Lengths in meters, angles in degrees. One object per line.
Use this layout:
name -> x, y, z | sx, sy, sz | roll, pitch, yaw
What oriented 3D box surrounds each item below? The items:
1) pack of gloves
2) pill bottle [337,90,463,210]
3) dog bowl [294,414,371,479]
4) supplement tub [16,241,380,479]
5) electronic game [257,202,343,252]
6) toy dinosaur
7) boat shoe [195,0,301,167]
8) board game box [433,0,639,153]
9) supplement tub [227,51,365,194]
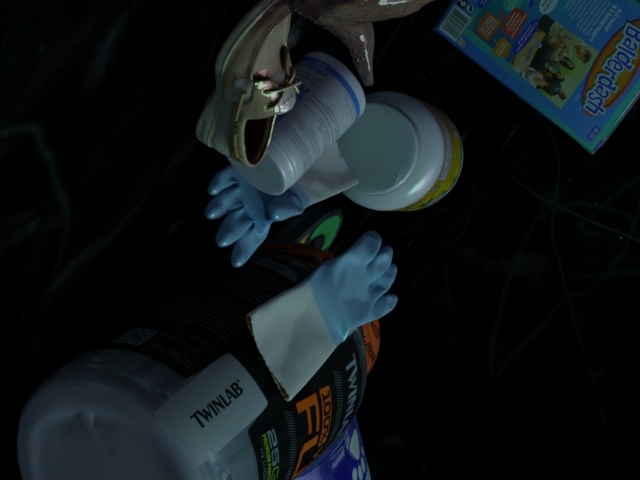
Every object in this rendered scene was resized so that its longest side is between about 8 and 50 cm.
pack of gloves -> 0.000, 0.000, 1.505 | 0.046, 0.195, 0.232 | -20, -169, 36
pill bottle -> 0.071, -0.087, 1.713 | 0.117, 0.117, 0.208 | -52, 171, 8
dog bowl -> -0.086, 0.227, 1.727 | 0.265, 0.265, 0.104 | -41, 128, -46
supplement tub -> -0.093, 0.138, 1.535 | 0.338, 0.207, 0.207 | -39, 165, -52
electronic game -> -0.054, 0.052, 1.871 | 0.229, 0.048, 0.229 | -49, 170, -12
toy dinosaur -> 0.041, -0.198, 1.171 | 0.200, 0.127, 0.296 | -36, 173, -39
boat shoe -> -0.043, -0.114, 1.261 | 0.063, 0.059, 0.170 | -45, 169, -31
board game box -> 0.241, -0.214, 1.741 | 0.160, 0.210, 0.047 | -55, 169, 30
supplement tub -> -0.020, -0.096, 1.401 | 0.107, 0.071, 0.071 | -46, 170, -26
